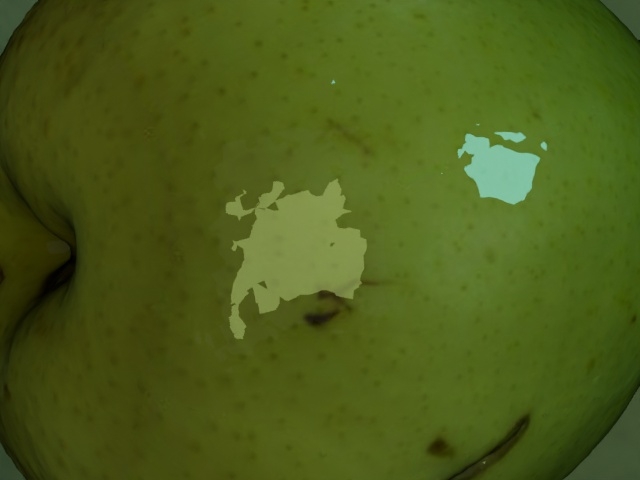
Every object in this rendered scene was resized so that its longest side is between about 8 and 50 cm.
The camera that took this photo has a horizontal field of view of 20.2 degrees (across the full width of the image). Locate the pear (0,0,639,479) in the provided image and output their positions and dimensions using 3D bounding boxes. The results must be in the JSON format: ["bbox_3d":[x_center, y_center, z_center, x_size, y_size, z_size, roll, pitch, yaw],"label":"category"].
[{"bbox_3d":[0.000,0.000,0.758,0.309,0.309,0.309,0,92,4],"label":"pear"}]
